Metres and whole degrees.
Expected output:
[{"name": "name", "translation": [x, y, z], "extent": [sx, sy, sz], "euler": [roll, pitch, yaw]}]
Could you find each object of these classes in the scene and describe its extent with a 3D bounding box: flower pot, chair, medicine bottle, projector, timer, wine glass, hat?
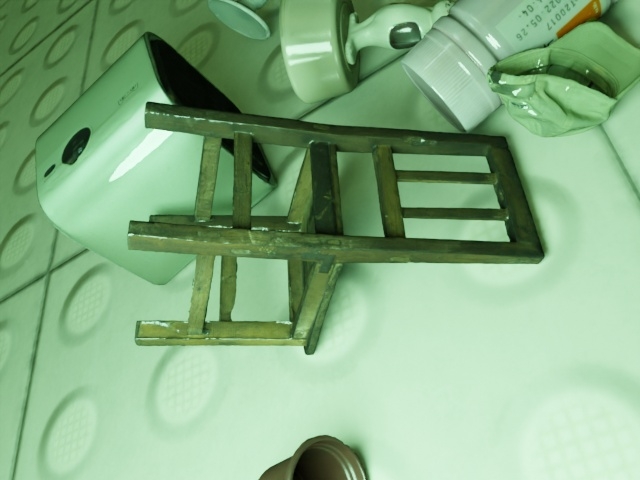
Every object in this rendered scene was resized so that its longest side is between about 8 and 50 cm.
[{"name": "flower pot", "translation": [-0.018, 0.263, 0.662], "extent": [0.089, 0.111, 0.111], "euler": [-30, 45, 42]}, {"name": "chair", "translation": [0.000, 0.000, 0.770], "extent": [0.240, 0.416, 0.203], "euler": [108, 163, -52]}, {"name": "medicine bottle", "translation": [0.226, -0.256, 0.770], "extent": [0.250, 0.133, 0.133], "euler": [-42, 44, 8]}, {"name": "projector", "translation": [-0.248, -0.121, 0.986], "extent": [0.249, 0.248, 0.248], "euler": [-39, 44, 12]}, {"name": "timer", "translation": [0.093, -0.297, 0.923], "extent": [0.266, 0.175, 0.175], "euler": [-3, 59, 17]}, {"name": "wine glass", "translation": [-0.110, -0.486, 1.186], "extent": [0.165, 0.165, 0.196], "euler": [22, 82, 45]}, {"name": "hat", "translation": [0.274, -0.178, 0.713], "extent": [0.166, 0.081, 0.122], "euler": [-38, 66, -11]}]
